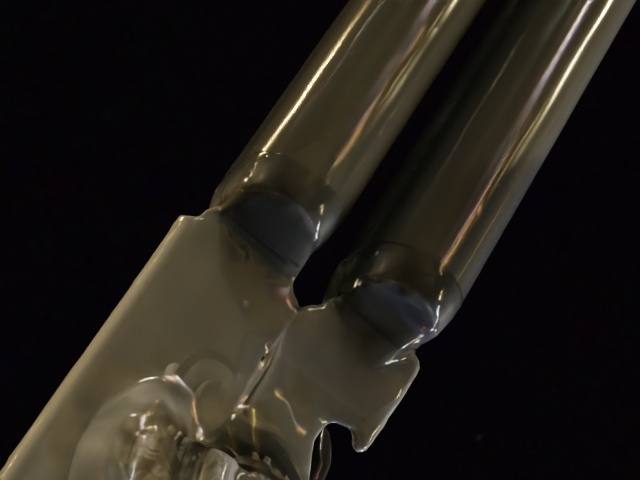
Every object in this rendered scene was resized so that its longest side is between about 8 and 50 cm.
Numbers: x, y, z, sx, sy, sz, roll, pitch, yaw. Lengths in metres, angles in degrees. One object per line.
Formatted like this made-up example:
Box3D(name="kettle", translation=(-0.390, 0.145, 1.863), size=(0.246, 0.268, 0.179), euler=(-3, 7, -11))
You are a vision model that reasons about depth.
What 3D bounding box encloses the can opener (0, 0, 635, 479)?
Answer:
Box3D(name="can opener", translation=(0.000, 0.000, 0.481), size=(0.076, 0.283, 0.095), euler=(37, -28, -9))
